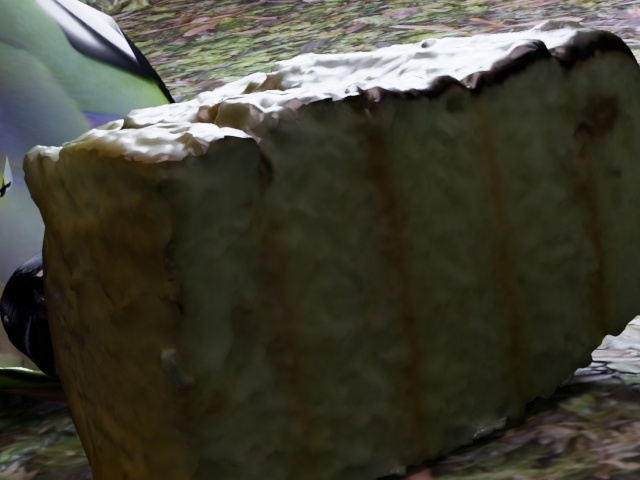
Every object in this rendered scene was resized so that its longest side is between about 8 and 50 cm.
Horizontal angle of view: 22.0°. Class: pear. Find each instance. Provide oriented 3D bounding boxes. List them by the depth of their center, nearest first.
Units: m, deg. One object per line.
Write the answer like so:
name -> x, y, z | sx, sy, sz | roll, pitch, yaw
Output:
pear -> -0.298, -0.032, 1.274 | 0.399, 0.399, 0.165 | -29, -9, -47

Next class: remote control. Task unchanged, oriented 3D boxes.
remote control -> -0.142, 0.001, 1.193 | 0.066, 0.090, 0.266 | 33, 40, 7

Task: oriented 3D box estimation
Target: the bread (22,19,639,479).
bread -> 0.004, -0.003, 1.034 | 0.395, 0.239, 0.264 | -21, 19, -32
